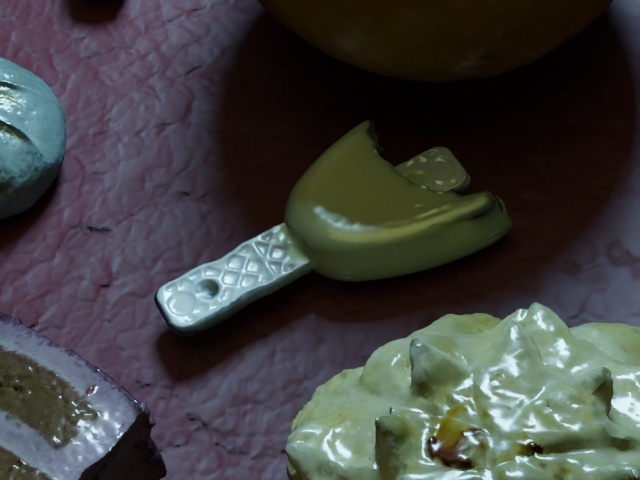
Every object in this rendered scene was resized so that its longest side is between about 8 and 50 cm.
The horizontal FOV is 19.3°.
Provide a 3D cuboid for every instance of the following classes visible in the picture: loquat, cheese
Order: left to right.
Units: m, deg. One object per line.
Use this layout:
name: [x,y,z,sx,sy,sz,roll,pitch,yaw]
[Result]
cheese: [0.000,0.000,1.259,0.235,0.049,0.127,-29,58,-11]
loquat: [0.072,-0.270,1.283,0.328,0.328,0.328,-4,54,6]

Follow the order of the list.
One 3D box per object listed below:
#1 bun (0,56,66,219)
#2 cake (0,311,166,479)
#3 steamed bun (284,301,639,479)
bun: [-0.252,-0.078,1.333,0.141,0.083,0.141,-4,51,5]
cake: [-0.214,0.114,1.201,0.295,0.112,0.116,27,60,39]
steamed bun: [0.114,0.143,1.089,0.292,0.137,0.295,-36,55,-21]
